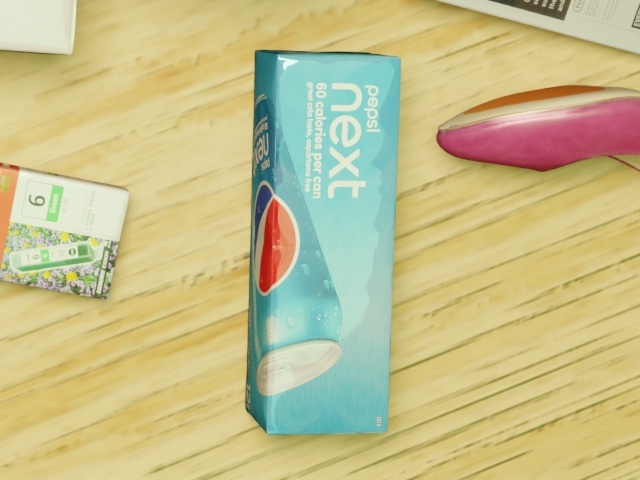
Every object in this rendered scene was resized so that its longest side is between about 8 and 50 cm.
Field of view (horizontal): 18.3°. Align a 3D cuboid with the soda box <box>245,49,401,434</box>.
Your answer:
[{"bbox_3d":[0.000,0.000,1.108,0.071,0.067,0.210,0,97,-13],"label":"soda box"}]

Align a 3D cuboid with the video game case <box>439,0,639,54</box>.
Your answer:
[{"bbox_3d":[0.152,-0.209,1.106,0.173,0.022,0.190,12,107,-24],"label":"video game case"}]

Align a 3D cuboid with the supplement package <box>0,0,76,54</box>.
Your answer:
[{"bbox_3d":[-0.216,-0.154,1.020,0.179,0.105,0.105,3,96,-12],"label":"supplement package"}]

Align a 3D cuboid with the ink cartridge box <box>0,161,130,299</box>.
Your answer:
[{"bbox_3d":[-0.167,-0.009,1.088,0.115,0.029,0.063,11,95,-14],"label":"ink cartridge box"}]

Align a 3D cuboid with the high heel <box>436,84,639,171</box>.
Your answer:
[{"bbox_3d":[0.185,-0.033,1.144,0.244,0.082,0.117,-7,100,-20],"label":"high heel"}]
